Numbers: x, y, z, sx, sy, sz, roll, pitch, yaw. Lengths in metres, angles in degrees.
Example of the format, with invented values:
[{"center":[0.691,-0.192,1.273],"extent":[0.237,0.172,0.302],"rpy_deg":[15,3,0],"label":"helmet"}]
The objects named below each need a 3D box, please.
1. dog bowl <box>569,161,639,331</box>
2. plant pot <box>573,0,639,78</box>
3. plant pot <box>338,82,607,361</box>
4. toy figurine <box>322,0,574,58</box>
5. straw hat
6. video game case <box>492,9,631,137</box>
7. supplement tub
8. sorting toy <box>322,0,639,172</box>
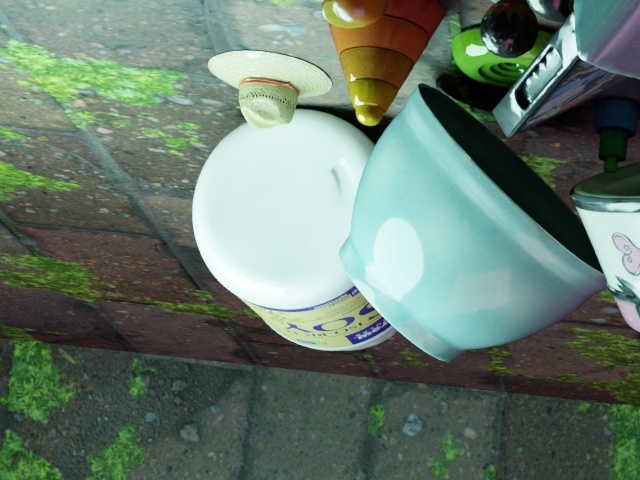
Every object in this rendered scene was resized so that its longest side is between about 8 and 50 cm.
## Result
[{"center":[0.459,-0.010,1.807],"extent":[0.408,0.150,0.408],"rpy_deg":[-9,-172,1],"label":"dog bowl"},{"center":[0.319,-0.251,1.140],"extent":[0.248,0.247,0.252],"rpy_deg":[11,147,-14],"label":"plant pot"},{"center":[0.145,0.004,1.963],"extent":[0.293,0.196,0.293],"rpy_deg":[40,-167,-12],"label":"plant pot"},{"center":[0.112,-0.235,1.458],"extent":[0.213,0.148,0.209],"rpy_deg":[10,165,-11],"label":"toy figurine"},{"center":[-0.058,-0.155,2.027],"extent":[0.144,0.061,0.144],"rpy_deg":[8,166,2],"label":"straw hat"},{"center":[0.288,-0.186,1.477],"extent":[0.275,0.035,0.248],"rpy_deg":[-27,172,-14],"label":"video game case"},{"center":[0.000,0.000,2.236],"extent":[0.241,0.241,0.331],"rpy_deg":[4,165,16],"label":"supplement tub"},{"center":[0.166,-0.143,1.830],"extent":[0.365,0.126,0.127],"rpy_deg":[14,164,-21],"label":"sorting toy"}]
